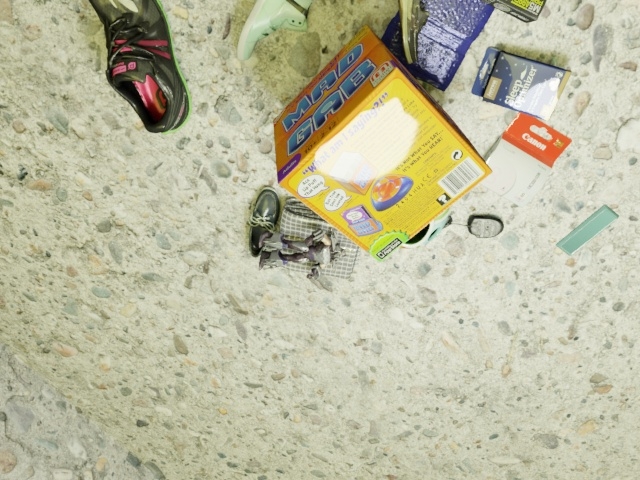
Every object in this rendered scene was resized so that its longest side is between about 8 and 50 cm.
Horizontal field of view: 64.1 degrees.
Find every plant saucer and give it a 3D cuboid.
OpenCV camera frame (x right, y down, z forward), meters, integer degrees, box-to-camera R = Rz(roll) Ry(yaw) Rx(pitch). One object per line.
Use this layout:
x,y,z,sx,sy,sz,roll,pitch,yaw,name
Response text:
0.840,-0.027,1.607,0.067,0.018,0.192,34,121,-12,plant saucer

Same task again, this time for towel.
0.307,-0.575,1.335,0.227,0.076,0.308,22,121,-13,towel
0.000,0.000,1.697,0.283,0.121,0.235,11,123,2,towel

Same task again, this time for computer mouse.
0.464,-0.052,1.646,0.242,0.041,0.071,6,113,13,computer mouse

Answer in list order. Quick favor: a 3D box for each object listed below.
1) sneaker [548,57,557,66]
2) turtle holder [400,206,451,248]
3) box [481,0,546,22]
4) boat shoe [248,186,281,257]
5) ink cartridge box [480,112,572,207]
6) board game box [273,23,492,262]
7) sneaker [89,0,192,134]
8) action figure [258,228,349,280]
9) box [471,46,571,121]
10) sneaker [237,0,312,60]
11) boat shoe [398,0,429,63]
0.595,-0.444,1.382,0.069,0.038,0.098,6,121,5,sneaker
0.296,-0.111,1.520,0.320,0.227,0.243,-33,110,25,turtle holder
0.436,-0.675,1.203,0.270,0.060,0.216,20,104,-11,box
-0.197,-0.057,1.717,0.095,0.079,0.255,20,122,-3,boat shoe
0.591,-0.233,1.502,0.189,0.066,0.232,28,125,-8,ink cartridge box
0.132,-0.244,1.290,0.356,0.356,0.356,-41,121,21,board game box
-0.506,-0.522,1.415,0.185,0.202,0.483,-15,118,16,sneaker
-0.049,0.041,1.609,0.284,0.099,0.185,3,118,6,action figure
0.534,-0.423,1.379,0.225,0.036,0.136,22,124,12,box
-0.121,-0.574,1.387,0.151,0.094,0.256,29,122,-12,sneaker
0.232,-0.554,1.259,0.073,0.080,0.224,-5,118,12,boat shoe
